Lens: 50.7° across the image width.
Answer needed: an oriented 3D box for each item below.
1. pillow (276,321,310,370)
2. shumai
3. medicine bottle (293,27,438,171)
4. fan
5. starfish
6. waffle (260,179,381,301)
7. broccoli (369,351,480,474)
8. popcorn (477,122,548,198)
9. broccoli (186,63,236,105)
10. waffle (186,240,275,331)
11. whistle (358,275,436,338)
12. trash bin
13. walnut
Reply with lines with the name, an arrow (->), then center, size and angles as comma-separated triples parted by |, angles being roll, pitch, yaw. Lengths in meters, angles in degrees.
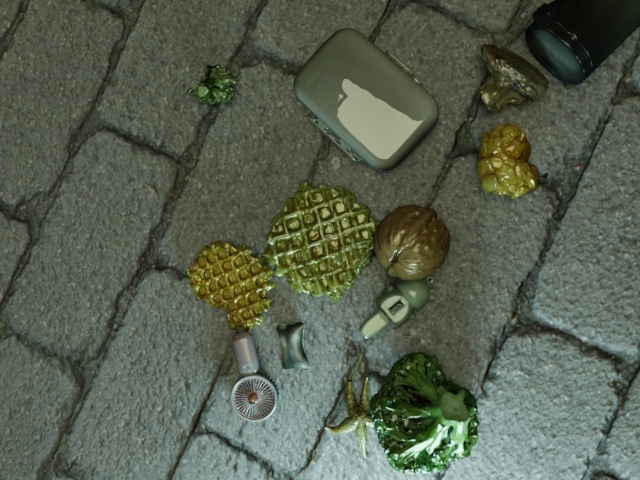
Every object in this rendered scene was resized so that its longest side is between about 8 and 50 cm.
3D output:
pillow -> -0.075, 0.290, 1.855 | 0.091, 0.055, 0.135 | -6, 85, 8
shumai -> 0.489, -0.419, 1.796 | 0.210, 0.161, 0.152 | 26, 113, -15
medicine bottle -> 0.122, -0.381, 1.832 | 0.375, 0.123, 0.282 | 43, 91, 7
fan -> -0.192, 0.370, 1.844 | 0.130, 0.074, 0.244 | -13, 92, 6
starfish -> 0.117, 0.482, 1.835 | 0.217, 0.050, 0.223 | -7, 92, -2
waffle -> 0.000, 0.000, 1.852 | 0.297, 0.073, 0.317 | 31, 91, 7
broccoli -> 0.272, 0.435, 1.710 | 0.308, 0.275, 0.307 | 7, 61, -13
popcorn -> 0.479, -0.201, 1.781 | 0.164, 0.140, 0.194 | -26, 95, -4
broccoli -> -0.303, -0.416, 1.845 | 0.123, 0.204, 0.118 | 27, 108, -4
waffle -> -0.252, 0.124, 1.868 | 0.253, 0.056, 0.248 | 13, 101, 12
whistle -> 0.207, 0.175, 1.811 | 0.244, 0.092, 0.110 | -40, 85, 2
trash bin -> 0.707, -0.579, 1.735 | 0.301, 0.203, 0.252 | -43, 123, 2
walnut -> 0.240, 0.003, 1.762 | 0.214, 0.213, 0.213 | 0, 87, 6
